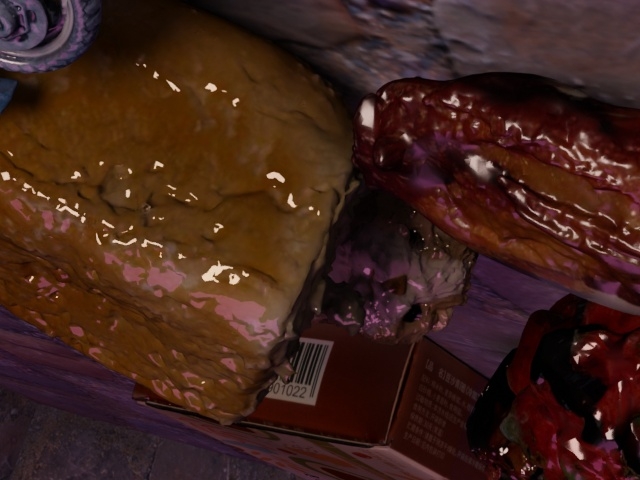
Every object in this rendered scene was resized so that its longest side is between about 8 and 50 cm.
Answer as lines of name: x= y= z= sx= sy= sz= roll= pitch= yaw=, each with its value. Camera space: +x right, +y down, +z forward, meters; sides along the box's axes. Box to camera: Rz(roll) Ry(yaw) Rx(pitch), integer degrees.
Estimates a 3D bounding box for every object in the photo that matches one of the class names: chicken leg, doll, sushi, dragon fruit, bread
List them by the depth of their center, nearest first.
chicken leg: x=0.211 y=-0.001 z=0.592 sx=0.406 sy=0.096 sz=0.158 roll=12 pitch=-175 yaw=1
bread: x=-0.078 y=-0.026 z=0.702 sx=0.246 sy=0.176 sz=0.195 roll=27 pitch=155 yaw=2
doll: x=-0.001 y=0.005 z=0.841 sx=0.221 sy=0.105 sz=0.115 roll=6 pitch=-155 yaw=33
dragon fruit: x=0.209 y=0.105 z=0.860 sx=0.182 sy=0.182 sz=0.188 roll=21 pitch=155 yaw=-9
sushi: x=0.210 y=0.176 z=1.146 sx=0.150 sy=0.153 sz=0.172 roll=32 pitch=-169 yaw=17

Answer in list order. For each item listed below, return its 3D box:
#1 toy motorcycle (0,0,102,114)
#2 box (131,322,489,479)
toy motorcycle: x=-0.194 y=-0.149 z=0.510 sx=0.135 sy=0.092 sz=0.254 roll=-16 pitch=128 yaw=29
box: x=0.048 y=0.204 z=1.448 sx=0.344 sy=0.122 sz=0.385 roll=4 pitch=160 yaw=39
